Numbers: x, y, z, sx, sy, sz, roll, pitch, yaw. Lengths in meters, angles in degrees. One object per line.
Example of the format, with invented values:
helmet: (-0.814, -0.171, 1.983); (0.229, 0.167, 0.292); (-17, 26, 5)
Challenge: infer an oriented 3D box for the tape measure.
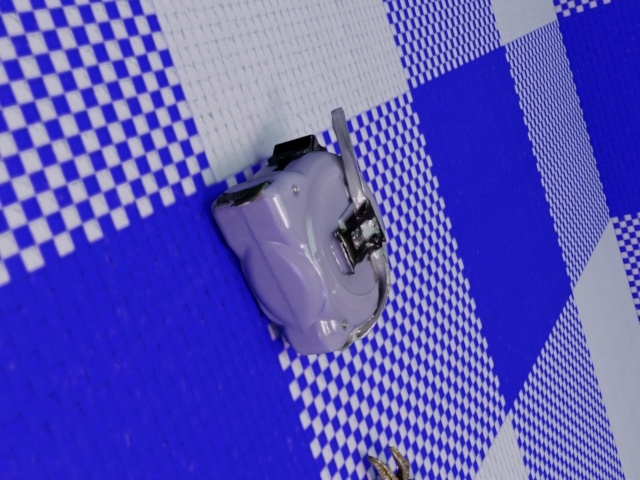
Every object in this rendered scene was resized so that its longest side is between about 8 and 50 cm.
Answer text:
tape measure: (0.000, -0.004, 0.815); (0.196, 0.105, 0.178); (60, 34, -25)

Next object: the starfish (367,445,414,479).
starfish: (0.095, 0.279, 0.929); (0.130, 0.041, 0.133); (0, 86, -50)
